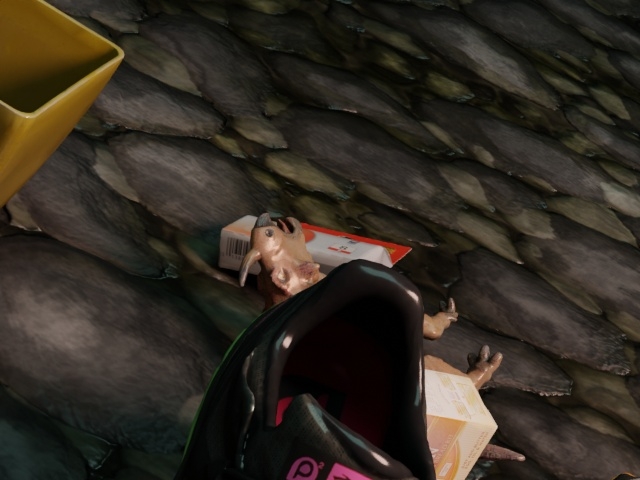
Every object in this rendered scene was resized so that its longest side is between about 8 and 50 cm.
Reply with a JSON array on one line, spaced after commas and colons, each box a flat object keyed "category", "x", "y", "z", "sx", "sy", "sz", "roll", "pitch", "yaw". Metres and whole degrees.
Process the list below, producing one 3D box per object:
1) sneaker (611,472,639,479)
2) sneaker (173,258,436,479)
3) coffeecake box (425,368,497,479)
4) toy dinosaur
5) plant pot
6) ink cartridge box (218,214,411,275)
[{"category": "sneaker", "x": 0.365, "y": 0.266, "z": 1.804, "sx": 0.214, "sy": 0.084, "sz": 0.083, "roll": 17, "pitch": 24, "yaw": -22}, {"category": "sneaker", "x": -0.034, "y": 0.208, "z": 1.267, "sx": 0.185, "sy": 0.202, "sz": 0.483, "roll": 20, "pitch": 54, "yaw": -11}, {"category": "coffeecake box", "x": 0.027, "y": 0.171, "z": 1.557, "sx": 0.185, "sy": 0.142, "sz": 0.068, "roll": 13, "pitch": 30, "yaw": -30}, {"category": "toy dinosaur", "x": 0.041, "y": 0.120, "z": 1.691, "sx": 0.200, "sy": 0.127, "sz": 0.296, "roll": -2, "pitch": 45, "yaw": -46}, {"category": "plant pot", "x": -0.331, "y": -0.114, "z": 1.653, "sx": 0.212, "sy": 0.187, "sz": 0.212, "roll": 31, "pitch": 26, "yaw": 4}, {"category": "ink cartridge box", "x": 0.000, "y": 0.000, "z": 1.886, "sx": 0.145, "sy": 0.045, "sz": 0.179, "roll": 13, "pitch": 21, "yaw": 19}]
